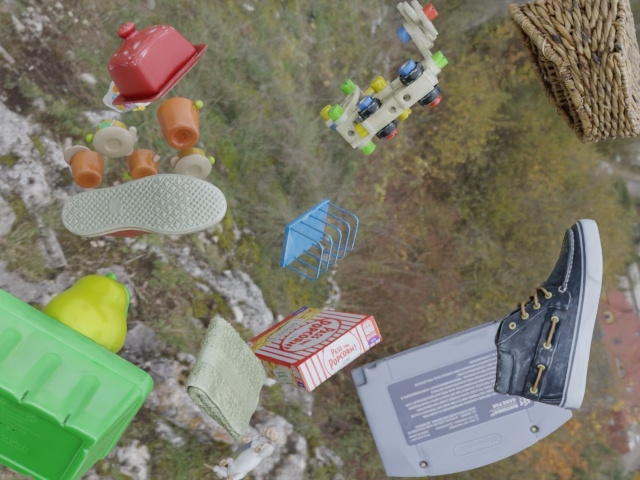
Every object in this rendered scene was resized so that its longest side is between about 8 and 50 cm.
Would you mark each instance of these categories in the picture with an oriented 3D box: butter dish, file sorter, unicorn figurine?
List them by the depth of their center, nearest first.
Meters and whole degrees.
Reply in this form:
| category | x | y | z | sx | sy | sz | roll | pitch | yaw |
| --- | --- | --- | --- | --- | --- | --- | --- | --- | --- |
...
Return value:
| category | x | y | z | sx | sy | sz | roll | pitch | yaw |
| --- | --- | --- | --- | --- | --- | --- | --- | --- | --- |
| unicorn figurine | -0.133 | 0.373 | 1.129 | 0.111 | 0.162 | 0.060 | 62 | 3 | -69 |
| butter dish | -0.305 | -0.321 | 1.154 | 0.160 | 0.160 | 0.118 | -53 | 129 | -25 |
| file sorter | 0.000 | 0.000 | 1.584 | 0.170 | 0.104 | 0.118 | -38 | 147 | -47 |

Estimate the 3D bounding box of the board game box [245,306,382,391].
| category | x | y | z | sx | sy | sz | roll | pitch | yaw |
| --- | --- | --- | --- | --- | --- | --- | --- | --- | --- |
| board game box | -0.022 | 0.162 | 1.030 | 0.146 | 0.193 | 0.045 | -30 | 106 | -31 |

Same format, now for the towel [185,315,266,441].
| category | x | y | z | sx | sy | sz | roll | pitch | yaw |
| --- | --- | --- | --- | --- | --- | --- | --- | --- | --- |
| towel | -0.111 | 0.171 | 0.821 | 0.148 | 0.027 | 0.110 | 62 | 34 | -45 |

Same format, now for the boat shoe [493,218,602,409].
| category | x | y | z | sx | sy | sz | roll | pitch | yaw |
| --- | --- | --- | --- | --- | --- | --- | --- | --- | --- |
| boat shoe | 0.216 | 0.067 | 0.641 | 0.065 | 0.083 | 0.183 | 7 | 90 | -79 |

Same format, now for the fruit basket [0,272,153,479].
| category | x | y | z | sx | sy | sz | roll | pitch | yaw |
| --- | --- | --- | --- | --- | --- | --- | --- | --- | --- |
| fruit basket | -0.509 | 0.235 | 1.292 | 0.392 | 0.283 | 0.392 | 29 | 24 | -15 |

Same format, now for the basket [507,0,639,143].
| category | x | y | z | sx | sy | sz | roll | pitch | yaw |
| --- | --- | --- | --- | --- | --- | --- | --- | --- | --- |
| basket | 0.507 | -0.321 | 1.327 | 0.299 | 0.223 | 0.214 | 39 | 56 | -52 |

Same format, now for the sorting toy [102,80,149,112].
| category | x | y | z | sx | sy | sz | roll | pitch | yaw |
| --- | --- | --- | --- | --- | --- | --- | --- | --- | --- |
| sorting toy | -0.390 | -0.276 | 1.323 | 0.083 | 0.075 | 0.045 | 28 | 58 | -45 |

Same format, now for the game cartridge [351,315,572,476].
| category | x | y | z | sx | sy | sz | roll | pitch | yaw |
| --- | --- | --- | --- | --- | --- | --- | --- | --- | --- |
| game cartridge | 0.215 | 0.244 | 1.018 | 0.060 | 0.294 | 0.196 | 37 | 34 | -80 |

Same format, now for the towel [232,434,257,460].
| category | x | y | z | sx | sy | sz | roll | pitch | yaw |
| --- | --- | --- | --- | --- | --- | --- | --- | --- | --- |
| towel | -0.178 | 0.495 | 1.566 | 0.009 | 0.060 | 0.083 | 54 | 25 | -17 |

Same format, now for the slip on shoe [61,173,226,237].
| category | x | y | z | sx | sy | sz | roll | pitch | yaw |
| --- | --- | --- | --- | --- | --- | --- | --- | --- | --- |
| slip on shoe | -0.342 | -0.061 | 1.326 | 0.101 | 0.331 | 0.123 | 27 | 58 | -77 |

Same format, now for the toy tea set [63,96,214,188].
| category | x | y | z | sx | sy | sz | roll | pitch | yaw |
| --- | --- | --- | --- | --- | --- | --- | --- | --- | --- |
| toy tea set | -0.414 | -0.226 | 1.524 | 0.336 | 0.200 | 0.124 | -7 | 51 | -14 |

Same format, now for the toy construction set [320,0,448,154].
| category | x | y | z | sx | sy | sz | roll | pitch | yaw |
| --- | --- | --- | --- | --- | --- | --- | --- | --- | --- |
| toy construction set | 0.137 | -0.306 | 1.318 | 0.151 | 0.328 | 0.215 | 31 | 28 | -14 |
